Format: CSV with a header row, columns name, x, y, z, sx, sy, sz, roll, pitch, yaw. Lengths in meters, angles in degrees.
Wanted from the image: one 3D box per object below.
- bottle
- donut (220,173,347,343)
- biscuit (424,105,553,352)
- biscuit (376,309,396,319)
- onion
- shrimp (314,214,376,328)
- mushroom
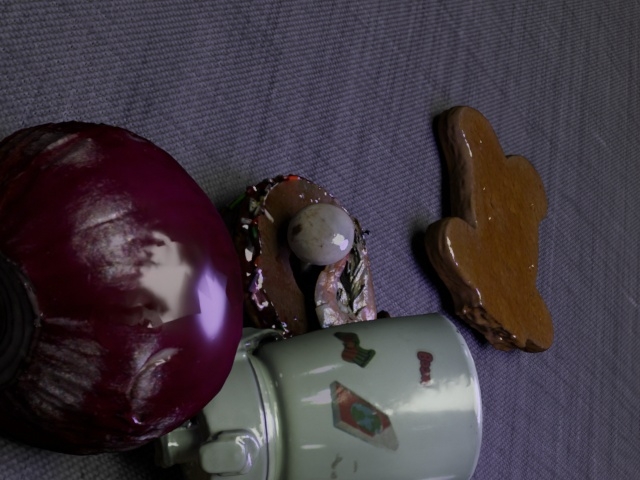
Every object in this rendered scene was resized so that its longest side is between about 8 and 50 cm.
name,x,y,z,sx,sy,sz,roll,pitch,yaw
bottle,-0.019,0.200,1.387,0.351,0.229,0.229,-6,81,-17
donut,-0.038,0.045,1.579,0.269,0.103,0.270,26,56,-46
biscuit,0.277,-0.016,2.086,0.368,0.076,0.394,35,48,-43
biscuit,0.138,0.184,1.818,0.219,0.055,0.061,47,27,-35
onion,-0.212,0.036,1.206,0.282,0.260,0.337,3,75,-49
shrimp,0.035,0.051,1.556,0.101,0.042,0.190,29,53,-37
mushroom,0.000,0.000,1.513,0.079,0.085,0.085,101,6,-51
